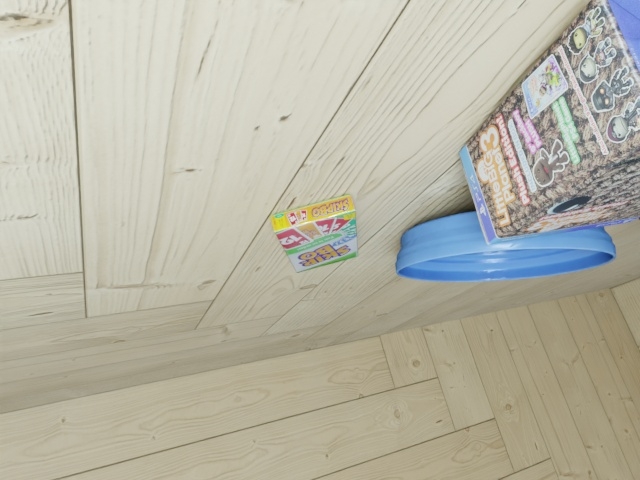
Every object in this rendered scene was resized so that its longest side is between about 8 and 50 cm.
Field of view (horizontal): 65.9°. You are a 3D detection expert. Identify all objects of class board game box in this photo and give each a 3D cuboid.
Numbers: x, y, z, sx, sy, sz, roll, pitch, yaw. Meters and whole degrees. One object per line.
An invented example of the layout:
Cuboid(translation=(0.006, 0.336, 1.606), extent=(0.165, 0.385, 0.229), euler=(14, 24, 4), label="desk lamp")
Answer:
Cuboid(translation=(0.000, 0.000, 0.840), extent=(0.124, 0.039, 0.259), euler=(-15, 163, 1), label="board game box")
Cuboid(translation=(0.338, -0.120, 0.562), extent=(0.231, 0.141, 0.291), euler=(-8, 163, -12), label="board game box")

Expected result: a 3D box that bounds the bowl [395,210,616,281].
Cuboid(translation=(0.339, 0.017, 0.949), extent=(0.390, 0.077, 0.391), euler=(-1, 167, 0), label="bowl")
